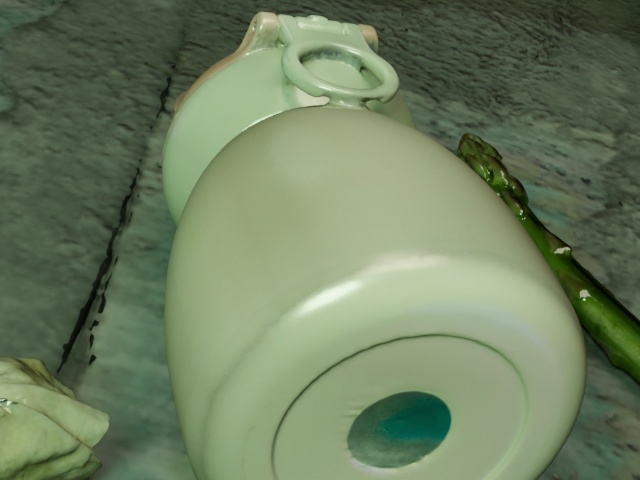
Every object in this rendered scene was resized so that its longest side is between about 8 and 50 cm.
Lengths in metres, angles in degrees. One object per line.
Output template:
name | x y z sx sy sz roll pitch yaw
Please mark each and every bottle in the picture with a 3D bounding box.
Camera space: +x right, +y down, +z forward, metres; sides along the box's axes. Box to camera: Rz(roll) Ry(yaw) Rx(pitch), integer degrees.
bottle | 0.000 0.000 0.545 0.148 0.147 0.236 1 35 -19

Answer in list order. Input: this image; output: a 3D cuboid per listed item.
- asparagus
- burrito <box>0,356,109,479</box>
asparagus | 0.126 0.015 0.663 0.034 0.027 0.236 -5 42 -33
burrito | -0.185 0.099 0.419 0.275 0.059 0.082 -22 37 -39
